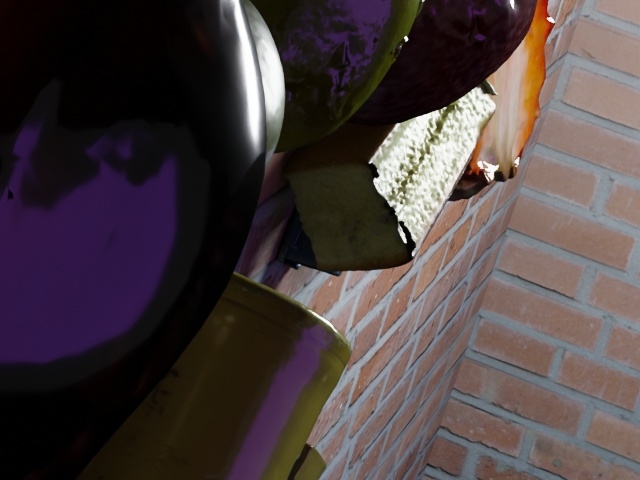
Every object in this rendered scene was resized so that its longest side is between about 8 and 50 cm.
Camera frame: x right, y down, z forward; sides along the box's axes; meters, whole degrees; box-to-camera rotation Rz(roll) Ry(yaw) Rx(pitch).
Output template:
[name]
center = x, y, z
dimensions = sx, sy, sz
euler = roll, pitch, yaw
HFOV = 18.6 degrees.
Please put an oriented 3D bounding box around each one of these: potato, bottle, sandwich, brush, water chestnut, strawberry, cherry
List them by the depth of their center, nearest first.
[water chestnut]
center = -0.190, -0.034, 0.630
dimensions = 0.350, 0.302, 0.350
euler = -45, -156, 27
[potato]
center = -0.020, -0.176, 1.294
dimensions = 0.148, 0.186, 0.253
euler = -125, -134, -72
[cherry]
center = 0.051, -0.209, 1.487
dimensions = 0.230, 0.203, 0.300
euler = -30, 144, 3
[bottle]
center = -0.123, 0.202, 1.544
dimensions = 0.351, 0.171, 0.171
euler = -64, 167, -11
[sandwich]
center = 0.071, -0.087, 1.907
dimensions = 0.236, 0.128, 0.122
euler = -54, 128, -43
[brush]
center = -0.061, 0.200, 1.961
dimensions = 0.047, 0.103, 0.233
euler = -62, 166, -11
[strawberry]
center = 0.148, -0.212, 2.106
dimensions = 0.265, 0.149, 0.336
euler = -34, 133, -59

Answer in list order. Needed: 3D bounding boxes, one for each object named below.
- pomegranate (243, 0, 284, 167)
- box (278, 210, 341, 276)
[pomegranate]
center = -0.111, -0.066, 1.098
dimensions = 0.210, 0.179, 0.179
euler = 99, 17, -47
[box]
center = 0.000, 0.000, 1.988
dimensions = 0.099, 0.054, 0.074
euler = 31, 83, -78
